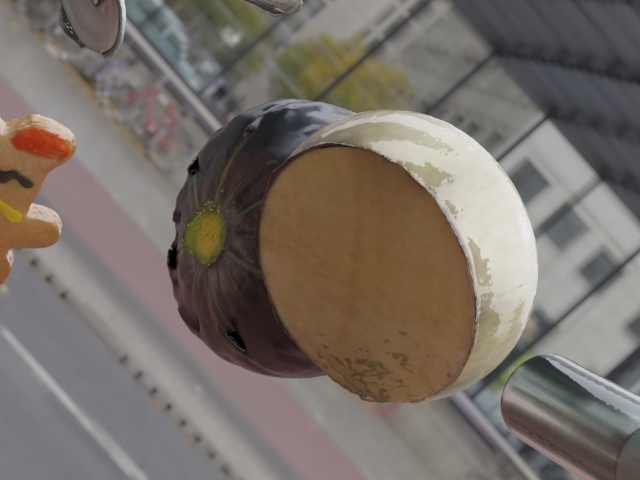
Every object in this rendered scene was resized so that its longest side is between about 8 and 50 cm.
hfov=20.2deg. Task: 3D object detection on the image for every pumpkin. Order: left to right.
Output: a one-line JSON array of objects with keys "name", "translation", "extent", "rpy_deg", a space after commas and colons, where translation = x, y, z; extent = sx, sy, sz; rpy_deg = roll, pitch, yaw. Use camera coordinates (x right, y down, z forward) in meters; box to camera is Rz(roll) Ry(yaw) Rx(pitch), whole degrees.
[{"name": "pumpkin", "translation": [0.000, 0.000, 1.863], "extent": [0.296, 0.296, 0.296], "rpy_deg": [49, 2, -2]}]

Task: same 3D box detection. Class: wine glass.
[{"name": "wine glass", "translation": [-0.108, -0.206, 1.370], "extent": [0.122, 0.183, 0.122], "rpy_deg": [32, -48, 43]}]

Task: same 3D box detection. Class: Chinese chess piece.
[{"name": "Chinese chess piece", "translation": [0.064, 0.015, 1.545], "extent": [0.104, 0.257, 0.257], "rpy_deg": [-28, 71, -44]}]

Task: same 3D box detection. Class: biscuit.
[{"name": "biscuit", "translation": [-0.336, -0.033, 1.793], "extent": [0.165, 0.250, 0.036], "rpy_deg": [15, 40, -14]}]

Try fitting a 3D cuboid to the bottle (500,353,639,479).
[{"name": "bottle", "translation": [0.232, 0.152, 1.361], "extent": [0.253, 0.096, 0.080], "rpy_deg": [-151, -130, -64]}]
